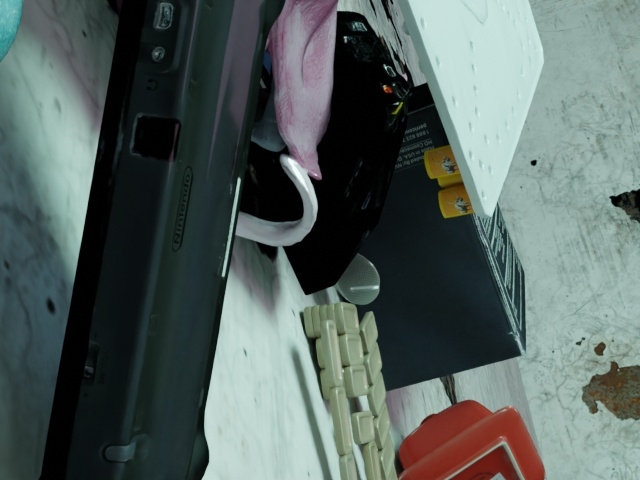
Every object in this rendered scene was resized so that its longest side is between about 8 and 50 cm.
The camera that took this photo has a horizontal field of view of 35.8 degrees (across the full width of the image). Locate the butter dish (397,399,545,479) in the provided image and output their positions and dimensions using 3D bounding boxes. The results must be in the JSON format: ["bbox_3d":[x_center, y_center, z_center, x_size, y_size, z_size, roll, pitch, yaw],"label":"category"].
[{"bbox_3d":[0.151,0.243,1.122,0.160,0.160,0.118,60,-5,-38],"label":"butter dish"}]

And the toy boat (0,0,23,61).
[{"bbox_3d":[-0.160,-0.183,0.395,0.318,0.148,0.268,-34,105,-75],"label":"toy boat"}]

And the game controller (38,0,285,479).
[{"bbox_3d":[-0.071,-0.013,0.483,0.166,0.067,0.319,93,7,-88],"label":"game controller"}]

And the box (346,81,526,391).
[{"bbox_3d":[0.120,-0.021,1.191,0.296,0.182,0.294,-53,123,-71],"label":"box"}]

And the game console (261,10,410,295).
[{"bbox_3d":[-0.030,-0.145,0.888,0.361,0.043,0.213,64,-34,36],"label":"game console"}]

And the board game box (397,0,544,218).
[{"bbox_3d":[0.124,-0.277,0.997,0.390,0.050,0.390,65,30,-25],"label":"board game box"}]

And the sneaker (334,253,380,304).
[{"bbox_3d":[0.000,0.000,1.001,0.152,0.053,0.061,59,-16,-11],"label":"sneaker"}]

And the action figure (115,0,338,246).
[{"bbox_3d":[-0.032,-0.201,0.600,0.248,0.370,0.276,17,63,-20],"label":"action figure"}]

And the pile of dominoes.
[{"bbox_3d":[0.029,0.186,0.938,0.196,0.040,0.251,21,61,-73],"label":"pile of dominoes"}]

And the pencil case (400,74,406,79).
[{"bbox_3d":[0.114,-0.187,1.556,0.209,0.098,0.095,50,26,-58],"label":"pencil case"}]
